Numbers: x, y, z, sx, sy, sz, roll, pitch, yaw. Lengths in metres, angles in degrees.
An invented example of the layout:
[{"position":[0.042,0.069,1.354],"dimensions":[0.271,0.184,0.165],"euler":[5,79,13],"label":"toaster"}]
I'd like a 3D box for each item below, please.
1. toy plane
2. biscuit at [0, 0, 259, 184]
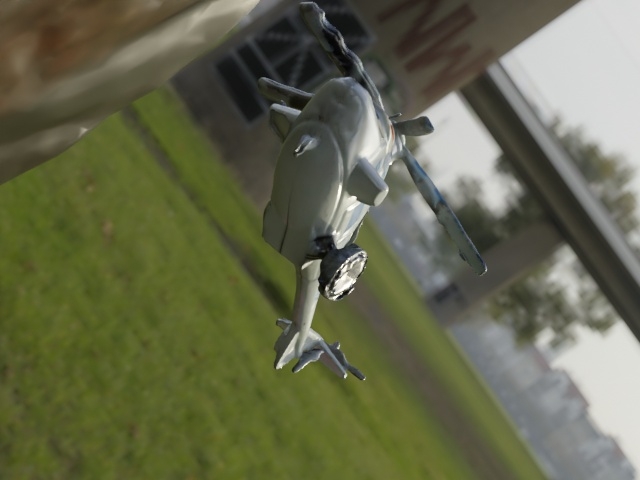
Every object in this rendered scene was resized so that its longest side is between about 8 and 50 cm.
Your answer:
[{"position":[-0.009,-0.006,1.003],"dimensions":[0.182,0.107,0.273],"euler":[49,-36,4],"label":"toy plane"},{"position":[-0.114,-0.102,0.359],"dimensions":[0.091,0.407,0.407],"euler":[57,3,10],"label":"biscuit"}]
